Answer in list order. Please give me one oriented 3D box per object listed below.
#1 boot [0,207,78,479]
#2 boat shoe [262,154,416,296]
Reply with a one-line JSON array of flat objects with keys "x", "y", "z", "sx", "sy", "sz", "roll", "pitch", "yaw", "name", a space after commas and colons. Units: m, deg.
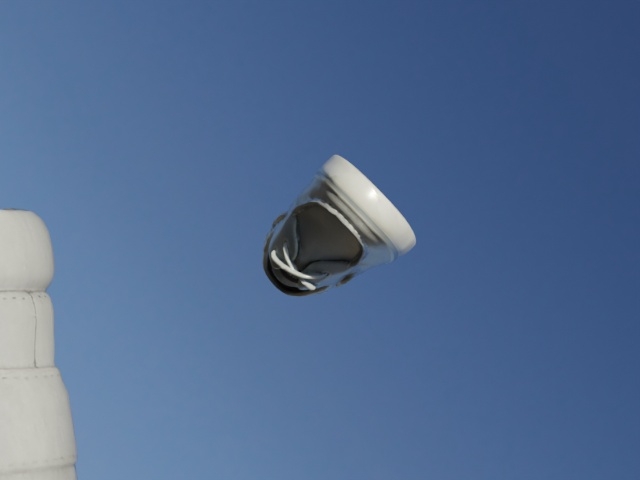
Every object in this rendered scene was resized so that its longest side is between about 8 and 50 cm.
[{"x": -0.172, "y": 0.048, "z": 0.454, "sx": 0.258, "sy": 0.095, "sz": 0.123, "roll": -3, "pitch": -94, "yaw": 23, "name": "boot"}, {"x": 0.000, "y": 0.000, "z": 0.957, "sx": 0.066, "sy": 0.063, "sz": 0.184, "roll": 47, "pitch": -11, "yaw": -7, "name": "boat shoe"}]
